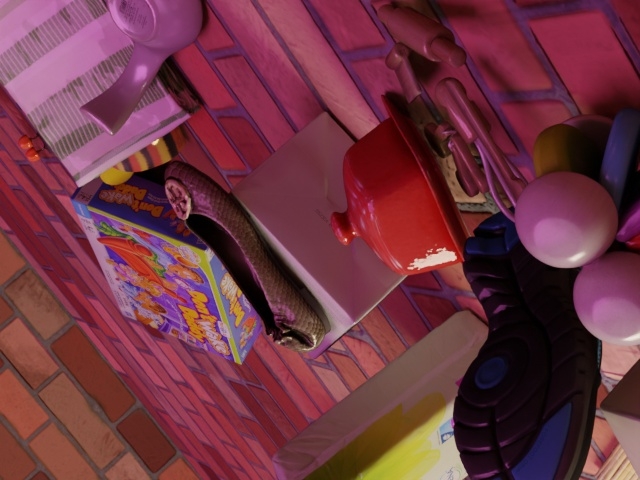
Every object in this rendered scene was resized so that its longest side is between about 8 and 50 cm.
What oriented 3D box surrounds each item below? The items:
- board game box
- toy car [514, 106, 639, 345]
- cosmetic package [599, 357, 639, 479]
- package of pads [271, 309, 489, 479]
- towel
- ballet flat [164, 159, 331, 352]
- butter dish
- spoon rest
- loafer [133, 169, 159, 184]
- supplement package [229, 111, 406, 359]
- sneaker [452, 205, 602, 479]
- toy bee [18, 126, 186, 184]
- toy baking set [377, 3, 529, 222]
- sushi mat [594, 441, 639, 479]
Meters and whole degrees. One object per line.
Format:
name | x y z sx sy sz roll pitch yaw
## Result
board game box | -0.230 0.041 2.022 0.233 0.078 0.347 20 152 19
toy car | 0.241 -0.023 0.981 0.136 0.159 0.182 -31 103 34
cosmetic package | 0.376 0.205 1.082 0.129 0.153 0.296 12 141 56
package of pads | 0.089 0.242 1.519 0.101 0.297 0.229 46 162 29
towel | -0.334 -0.245 1.685 0.248 0.038 0.324 -28 106 35
ballet flat | -0.087 0.022 1.379 0.250 0.058 0.084 51 158 -5
butter dish | 0.066 -0.033 1.265 0.160 0.118 0.160 63 -177 -34
spoon rest | -0.214 -0.243 1.537 0.137 0.084 0.276 39 139 6
loafer | -0.264 -0.070 2.025 0.061 0.062 0.170 19 155 21
supplement package | 0.000 0.000 1.465 0.194 0.149 0.203 47 160 4
sneaker | 0.200 0.109 1.117 0.125 0.340 0.139 -25 121 27
toy bee | -0.334 -0.153 1.851 0.298 0.162 0.195 16 145 55
toy baking set | 0.124 -0.106 1.115 0.196 0.030 0.256 61 174 -25
sushi mat | 0.376 0.250 1.359 0.151 0.019 0.316 40 159 18
